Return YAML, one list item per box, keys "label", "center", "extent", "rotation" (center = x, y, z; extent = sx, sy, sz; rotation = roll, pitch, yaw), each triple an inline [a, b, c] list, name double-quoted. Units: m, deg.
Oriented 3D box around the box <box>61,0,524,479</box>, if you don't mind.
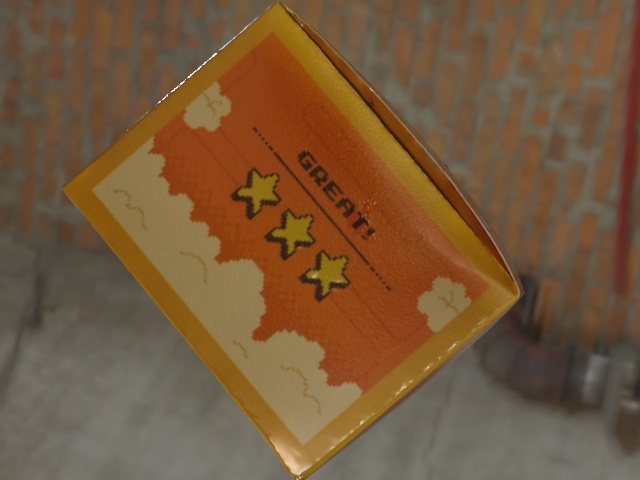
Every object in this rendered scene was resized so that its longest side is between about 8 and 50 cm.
- label: "box"
  center: [0.000, 0.000, 1.251]
  extent: [0.214, 0.259, 0.283]
  rotation: [-38, -5, 4]
